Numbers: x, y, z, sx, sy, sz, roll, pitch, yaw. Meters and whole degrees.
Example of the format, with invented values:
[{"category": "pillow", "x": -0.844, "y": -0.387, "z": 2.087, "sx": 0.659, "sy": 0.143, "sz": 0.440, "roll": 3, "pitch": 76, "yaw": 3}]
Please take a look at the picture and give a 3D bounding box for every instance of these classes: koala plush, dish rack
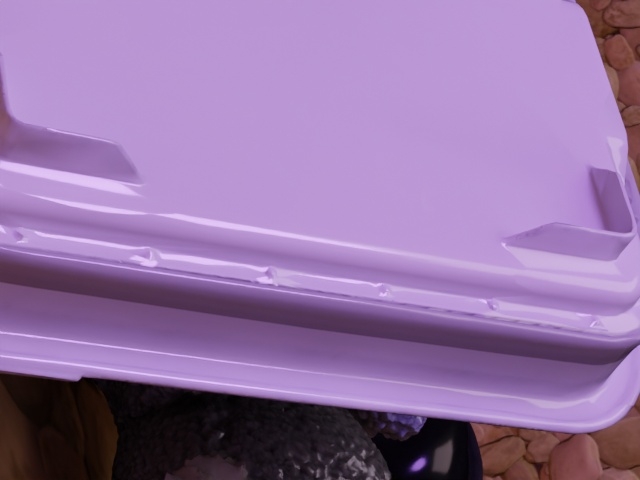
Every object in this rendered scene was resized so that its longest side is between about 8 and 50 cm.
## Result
[{"category": "koala plush", "x": -0.035, "y": 0.083, "z": 0.835, "sx": 0.196, "sy": 0.203, "sz": 0.221, "roll": 104, "pitch": -8, "yaw": -65}, {"category": "dish rack", "x": -0.023, "y": -0.076, "z": 0.731, "sx": 0.072, "sy": 0.333, "sz": 0.285, "roll": -52, "pitch": -141, "yaw": 42}]

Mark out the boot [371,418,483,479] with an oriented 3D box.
[{"category": "boot", "x": -0.004, "y": 0.000, "z": 1.199, "sx": 0.260, "sy": 0.131, "sz": 0.348, "roll": 85, "pitch": -15, "yaw": -48}]
